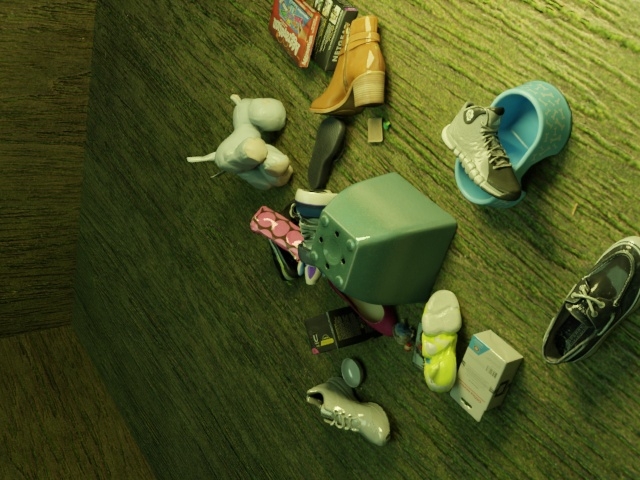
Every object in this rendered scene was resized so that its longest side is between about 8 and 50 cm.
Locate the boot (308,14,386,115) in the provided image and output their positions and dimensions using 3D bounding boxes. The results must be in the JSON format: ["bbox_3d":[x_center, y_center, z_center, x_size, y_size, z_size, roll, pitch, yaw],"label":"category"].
[{"bbox_3d":[0.061,-0.435,1.826,0.283,0.109,0.220,-3,90,61],"label":"boot"}]

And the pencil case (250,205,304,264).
[{"bbox_3d":[-0.109,-0.014,2.095,0.209,0.098,0.095,32,150,19],"label":"pencil case"}]

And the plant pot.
[{"bbox_3d":[0.123,0.006,1.716,0.248,0.252,0.247,44,130,38],"label":"plant pot"}]

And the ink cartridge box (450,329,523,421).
[{"bbox_3d":[0.369,0.304,1.614,0.104,0.060,0.180,43,130,39],"label":"ink cartridge box"}]

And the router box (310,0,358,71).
[{"bbox_3d":[0.019,-0.558,1.899,0.133,0.046,0.178,51,135,33],"label":"router box"}]

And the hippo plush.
[{"bbox_3d":[-0.192,-0.301,2.159,0.294,0.234,0.236,-1,66,39],"label":"hippo plush"}]

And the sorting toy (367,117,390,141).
[{"bbox_3d":[0.148,-0.280,1.817,0.083,0.012,0.061,10,101,56],"label":"sorting toy"}]

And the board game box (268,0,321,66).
[{"bbox_3d":[-0.078,-0.601,1.984,0.281,0.027,0.145,-123,40,-48],"label":"board game box"}]

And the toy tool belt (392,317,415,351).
[{"bbox_3d":[0.214,0.236,1.814,0.083,0.052,0.051,-122,44,-57],"label":"toy tool belt"}]

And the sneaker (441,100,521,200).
[{"bbox_3d":[0.333,-0.190,1.406,0.228,0.086,0.132,55,135,32],"label":"sneaker"}]

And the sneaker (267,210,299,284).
[{"bbox_3d":[-0.130,0.026,2.205,0.097,0.084,0.234,-41,65,52],"label":"sneaker"}]

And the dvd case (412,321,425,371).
[{"bbox_3d":[0.269,0.273,1.782,0.087,0.013,0.119,30,122,46],"label":"dvd case"}]

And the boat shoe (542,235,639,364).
[{"bbox_3d":[0.510,0.121,1.347,0.108,0.102,0.301,53,136,32],"label":"boat shoe"}]

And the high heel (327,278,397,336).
[{"bbox_3d":[0.110,0.163,1.830,0.082,0.117,0.244,-34,94,17],"label":"high heel"}]

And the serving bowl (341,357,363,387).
[{"bbox_3d":[0.095,0.371,2.027,0.083,0.027,0.083,15,109,51],"label":"serving bowl"}]

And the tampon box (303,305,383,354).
[{"bbox_3d":[0.061,0.234,1.929,0.120,0.161,0.101,-27,76,53],"label":"tampon box"}]

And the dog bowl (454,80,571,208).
[{"bbox_3d":[0.382,-0.189,1.473,0.165,0.074,0.297,57,139,28],"label":"dog bowl"}]

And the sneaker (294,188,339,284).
[{"bbox_3d":[0.000,0.000,1.846,0.130,0.323,0.236,9,88,11],"label":"sneaker"}]

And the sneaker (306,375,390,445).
[{"bbox_3d":[0.076,0.488,1.996,0.297,0.129,0.110,25,115,47],"label":"sneaker"}]

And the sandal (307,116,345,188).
[{"bbox_3d":[0.022,-0.246,1.974,0.097,0.055,0.254,67,152,28],"label":"sandal"}]

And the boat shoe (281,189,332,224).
[{"bbox_3d":[-0.057,-0.097,2.084,0.233,0.079,0.083,-19,84,55],"label":"boat shoe"}]

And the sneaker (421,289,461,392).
[{"bbox_3d":[0.279,0.242,1.694,0.126,0.091,0.240,76,-158,-69],"label":"sneaker"}]
